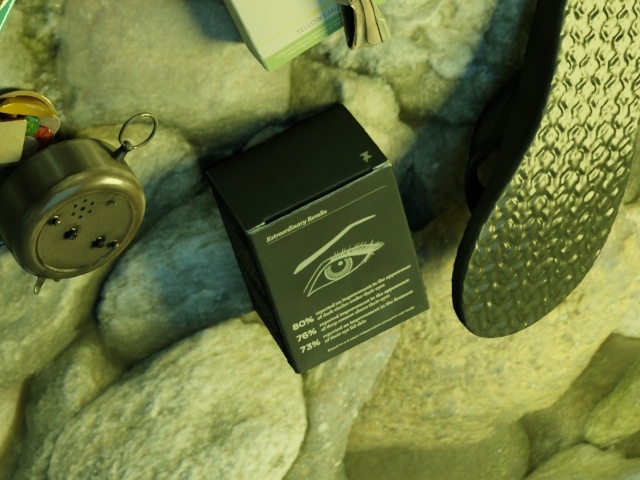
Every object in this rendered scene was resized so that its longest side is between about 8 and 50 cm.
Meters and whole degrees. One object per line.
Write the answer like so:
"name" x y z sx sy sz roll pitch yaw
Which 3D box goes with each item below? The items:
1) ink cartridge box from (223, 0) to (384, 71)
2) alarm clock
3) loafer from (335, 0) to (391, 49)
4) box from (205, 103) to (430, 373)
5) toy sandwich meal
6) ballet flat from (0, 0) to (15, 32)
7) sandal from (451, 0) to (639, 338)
"ink cartridge box" -0.024 -0.277 1.646 0.171 0.056 0.235 -32 137 -3
"alarm clock" -0.207 -0.038 1.711 0.192 0.064 0.129 -51 143 14
"loafer" 0.026 -0.208 1.665 0.039 0.045 0.125 -27 140 1
"box" 0.000 0.000 1.844 0.153 0.108 0.207 -26 134 -10
"toy sandwich meal" -0.263 -0.092 1.669 0.085 0.029 0.086 -16 132 -19
"ballet flat" -0.205 -0.276 1.224 0.182 0.164 0.483 38 83 -32
"sandal" 0.229 -0.117 1.906 0.167 0.107 0.446 7 109 -33
